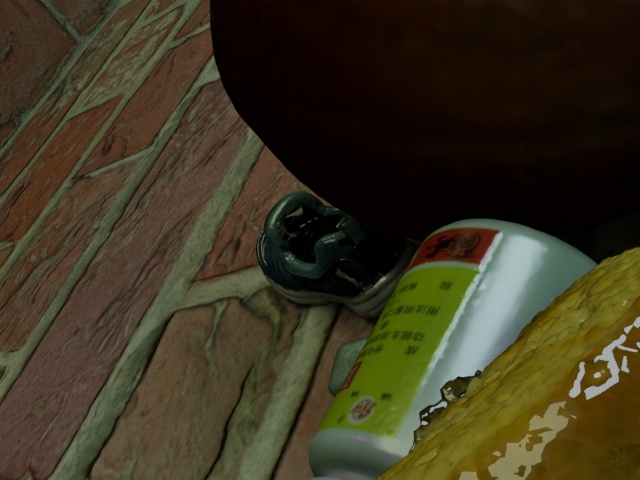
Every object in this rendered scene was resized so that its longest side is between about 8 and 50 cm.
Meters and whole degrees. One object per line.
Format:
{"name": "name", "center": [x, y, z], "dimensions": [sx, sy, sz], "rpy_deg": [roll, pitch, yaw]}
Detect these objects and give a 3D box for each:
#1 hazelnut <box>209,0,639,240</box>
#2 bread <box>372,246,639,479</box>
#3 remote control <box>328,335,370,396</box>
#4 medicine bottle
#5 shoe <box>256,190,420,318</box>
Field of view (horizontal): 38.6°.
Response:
{"name": "hazelnut", "center": [0.135, -0.186, 0.640], "dimensions": [0.421, 0.353, 0.421], "rpy_deg": [-3, 57, 4]}
{"name": "bread", "center": [0.132, 0.098, 0.364], "dimensions": [0.260, 0.160, 0.147], "rpy_deg": [-32, -12, -31]}
{"name": "remote control", "center": [0.059, 0.085, 0.685], "dimensions": [0.124, 0.018, 0.053], "rpy_deg": [-22, 35, 33]}
{"name": "medicine bottle", "center": [0.074, 0.109, 0.504], "dimensions": [0.139, 0.139, 0.225], "rpy_deg": [-5, 46, 48]}
{"name": "shoe", "center": [0.000, 0.000, 0.787], "dimensions": [0.091, 0.106, 0.207], "rpy_deg": [-50, 24, -17]}
